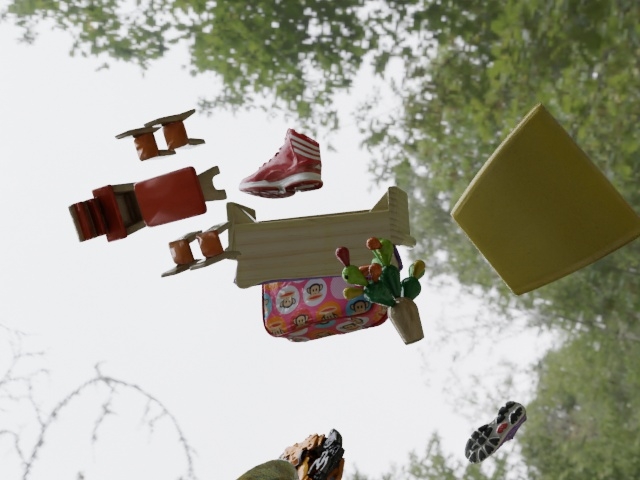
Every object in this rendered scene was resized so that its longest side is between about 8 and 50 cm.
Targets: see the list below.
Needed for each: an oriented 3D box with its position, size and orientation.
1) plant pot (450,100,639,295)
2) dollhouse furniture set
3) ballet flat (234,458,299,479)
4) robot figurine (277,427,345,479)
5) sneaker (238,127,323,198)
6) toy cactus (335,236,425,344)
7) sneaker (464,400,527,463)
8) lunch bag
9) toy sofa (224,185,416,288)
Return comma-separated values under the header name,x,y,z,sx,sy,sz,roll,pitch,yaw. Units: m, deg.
name,x,y,z,sx,sy,sz,roll,pitch,yaw
plant pot,0.303,-0.039,1.242,0.187,0.212,0.212,-40,-11,15
dollhouse furniture set,-0.293,-0.063,1.545,0.135,0.259,0.262,-23,-82,-51
ballet flat,-0.095,0.365,1.126,0.348,0.123,0.123,-7,-73,-58
robot figurine,-0.045,0.460,1.586,0.085,0.211,0.291,47,-144,-15
sneaker,-0.078,-0.161,1.884,0.087,0.221,0.128,18,-108,-51
toy cactus,0.108,0.083,1.448,0.219,0.112,0.180,12,-127,-61
sneaker,0.390,0.429,1.968,0.170,0.068,0.071,-41,-48,-5
lunch bag,0.007,0.078,1.973,0.120,0.293,0.258,26,-125,-54
toy sofa,0.000,0.000,1.796,0.150,0.363,0.177,13,-108,-75
